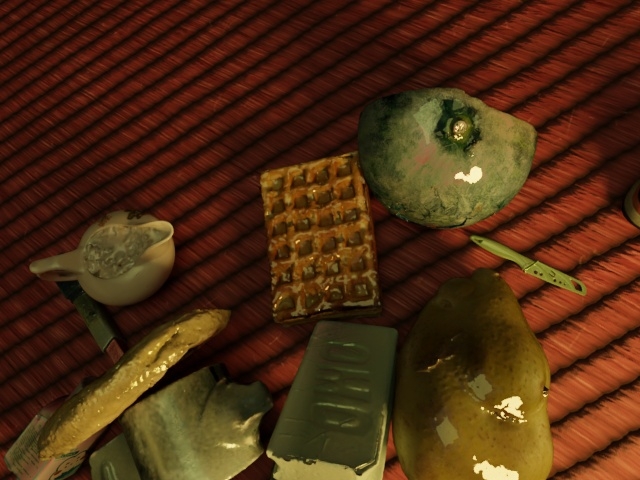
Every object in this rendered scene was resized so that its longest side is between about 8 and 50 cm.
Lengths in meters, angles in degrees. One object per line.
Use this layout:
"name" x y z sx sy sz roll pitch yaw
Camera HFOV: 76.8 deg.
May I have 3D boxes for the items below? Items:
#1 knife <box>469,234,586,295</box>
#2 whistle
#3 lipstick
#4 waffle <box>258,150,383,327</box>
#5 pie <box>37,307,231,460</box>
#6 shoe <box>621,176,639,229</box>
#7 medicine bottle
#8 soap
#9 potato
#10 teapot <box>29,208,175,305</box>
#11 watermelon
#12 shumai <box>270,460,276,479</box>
"knife" 0.358 0.041 0.707 0.207 0.014 0.030 27 82 18
"whistle" -0.254 0.360 0.714 0.405 0.188 0.168 -41 72 36
"lipstick" -0.488 0.153 0.869 0.051 0.051 0.312 -43 71 -2
"waffle" 0.000 0.000 0.768 0.213 0.091 0.307 -10 72 12
"pie" -0.300 0.213 0.657 0.338 0.337 0.075 -36 91 2
"shoe" 0.606 -0.140 0.629 0.114 0.137 0.291 41 87 19
"medicine bottle" -0.482 0.361 0.774 0.094 0.119 0.188 36 87 20
"soap" 0.032 0.239 0.611 0.150 0.261 0.094 -1 120 18
"potato" 0.223 0.206 0.604 0.219 0.202 0.350 9 68 9
"teapot" -0.418 0.035 0.831 0.298 0.139 0.204 -21 75 2
"watermelon" 0.217 -0.127 0.675 0.322 0.175 0.188 7 81 4
"shumai" 0.000 0.393 0.648 0.120 0.201 0.201 15 76 -24
